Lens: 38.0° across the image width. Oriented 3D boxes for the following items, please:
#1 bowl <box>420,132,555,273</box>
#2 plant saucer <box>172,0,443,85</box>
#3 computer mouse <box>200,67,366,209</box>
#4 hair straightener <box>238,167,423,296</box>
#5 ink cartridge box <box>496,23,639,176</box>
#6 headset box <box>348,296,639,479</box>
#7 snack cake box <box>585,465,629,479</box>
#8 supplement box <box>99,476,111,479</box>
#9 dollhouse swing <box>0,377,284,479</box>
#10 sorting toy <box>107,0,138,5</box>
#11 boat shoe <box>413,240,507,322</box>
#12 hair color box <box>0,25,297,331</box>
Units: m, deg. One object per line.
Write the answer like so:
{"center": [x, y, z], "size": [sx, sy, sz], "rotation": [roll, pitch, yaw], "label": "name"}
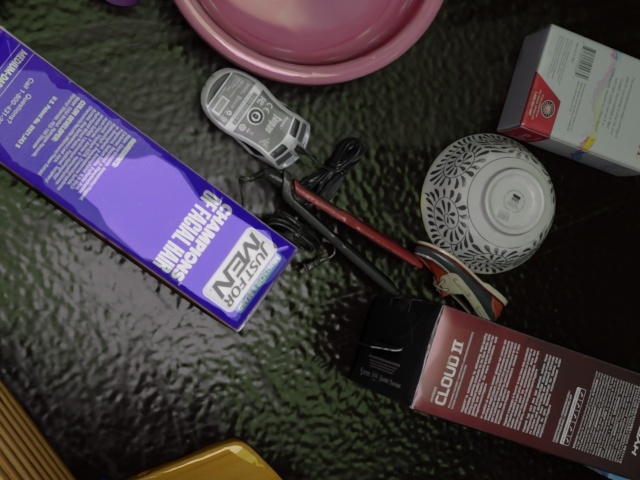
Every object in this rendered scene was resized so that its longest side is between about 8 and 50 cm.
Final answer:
{"center": [0.209, -0.044, 1.080], "size": [0.170, 0.080, 0.170], "rotation": [0, 89, -13], "label": "bowl"}
{"center": [-0.019, -0.332, 1.021], "size": [0.332, 0.084, 0.332], "rotation": [0, 91, -13], "label": "plant saucer"}
{"center": [-0.049, -0.121, 1.038], "size": [0.193, 0.042, 0.106], "rotation": [37, 87, -17], "label": "computer mouse"}
{"center": [0.000, 0.000, 1.026], "size": [0.230, 0.047, 0.089], "rotation": [32, 98, -19], "label": "hair straightener"}
{"center": [0.317, -0.162, 1.109], "size": [0.175, 0.072, 0.127], "rotation": [19, 86, -13], "label": "ink cartridge box"}
{"center": [0.178, 0.147, 1.002], "size": [0.293, 0.218, 0.110], "rotation": [20, 84, -14], "label": "headset box"}
{"center": [0.422, 0.265, 1.097], "size": [0.264, 0.152, 0.089], "rotation": [24, 85, -12], "label": "snack cake box"}
{"center": [-0.079, 0.272, 0.637], "size": [0.220, 0.111, 0.114], "rotation": [30, 84, -12], "label": "supplement box"}
{"center": [-0.144, 0.214, 0.858], "size": [0.315, 0.347, 0.304], "rotation": [-20, 94, -13], "label": "dollhouse swing"}
{"center": [-0.324, -0.384, 0.954], "size": [0.366, 0.127, 0.126], "rotation": [28, 54, -15], "label": "sorting toy"}
{"center": [0.158, 0.051, 1.086], "size": [0.137, 0.049, 0.043], "rotation": [38, 83, -16], "label": "boat shoe"}
{"center": [-0.200, -0.051, 0.926], "size": [0.339, 0.185, 0.110], "rotation": [35, 82, -11], "label": "hair color box"}
